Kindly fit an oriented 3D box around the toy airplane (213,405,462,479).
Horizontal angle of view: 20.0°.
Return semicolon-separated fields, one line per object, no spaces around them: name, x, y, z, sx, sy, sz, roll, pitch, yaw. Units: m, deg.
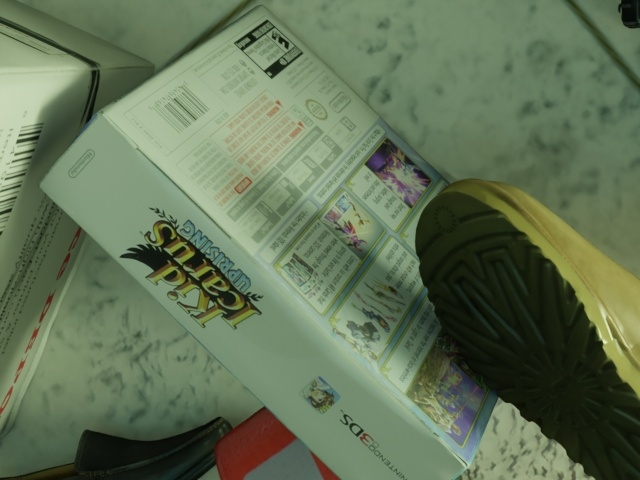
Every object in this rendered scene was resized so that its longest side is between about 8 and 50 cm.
toy airplane;0.098;0.301;1.012;0.384;0.272;0.386;11;97;2

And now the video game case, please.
video game case;0.000;0.000;0.983;0.244;0.269;0.061;43;114;-1

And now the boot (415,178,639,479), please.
boot;0.194;0.011;0.984;0.236;0.269;0.089;52;137;-5

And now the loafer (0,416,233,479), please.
loafer;-0.132;0.145;1.118;0.170;0.062;0.061;-27;89;6

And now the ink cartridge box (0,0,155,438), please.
ink cartridge box;-0.245;0.008;0.942;0.166;0.395;0.285;25;98;3

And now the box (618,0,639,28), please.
box;0.250;-0.221;1.018;0.153;0.108;0.207;2;97;4
